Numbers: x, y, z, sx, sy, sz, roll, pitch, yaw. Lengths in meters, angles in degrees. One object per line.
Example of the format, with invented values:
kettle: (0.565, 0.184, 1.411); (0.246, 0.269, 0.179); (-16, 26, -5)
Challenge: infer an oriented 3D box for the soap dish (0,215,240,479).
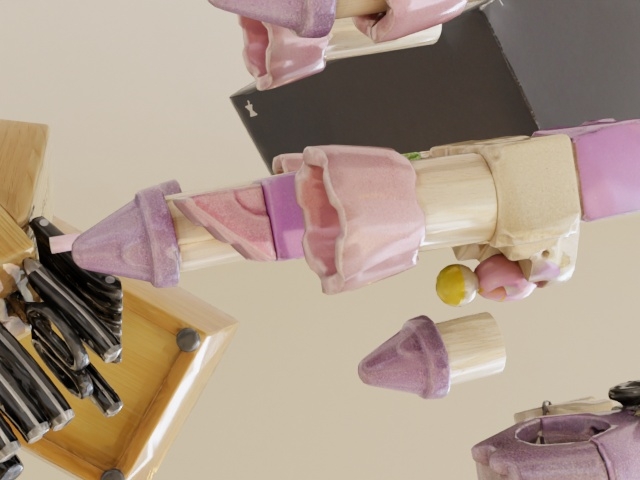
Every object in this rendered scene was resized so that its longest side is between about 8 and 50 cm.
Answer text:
soap dish: (-0.262, 0.114, 1.221); (0.290, 0.229, 0.118); (30, -2, -5)

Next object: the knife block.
knife block: (-0.252, 0.031, 0.736); (0.275, 0.242, 0.088); (7, -42, -4)

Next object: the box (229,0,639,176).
box: (0.152, -0.154, 1.081); (0.343, 0.312, 0.179); (-9, -67, 53)

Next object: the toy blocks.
toy blocks: (0.000, 0.000, 0.625); (0.260, 0.309, 0.288); (-11, 4, -16)
